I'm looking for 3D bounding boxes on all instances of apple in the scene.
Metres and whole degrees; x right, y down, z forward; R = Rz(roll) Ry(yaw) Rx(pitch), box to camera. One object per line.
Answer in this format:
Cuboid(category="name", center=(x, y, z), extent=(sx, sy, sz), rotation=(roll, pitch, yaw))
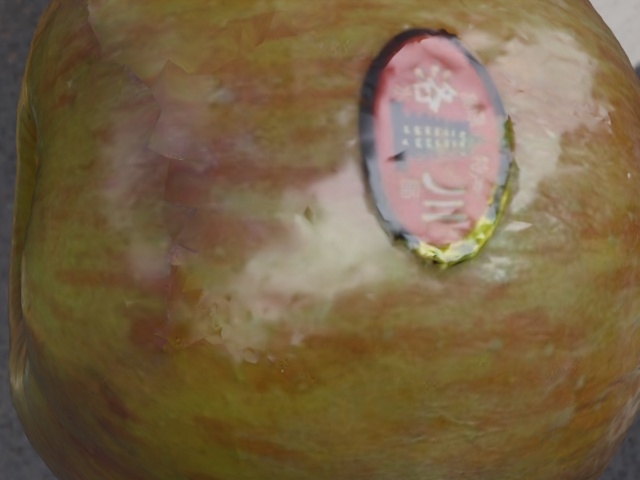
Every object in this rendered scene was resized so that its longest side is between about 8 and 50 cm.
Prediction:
Cuboid(category="apple", center=(0.000, 0.000, 0.470), extent=(0.188, 0.211, 0.211), rotation=(-1, 42, -12))
